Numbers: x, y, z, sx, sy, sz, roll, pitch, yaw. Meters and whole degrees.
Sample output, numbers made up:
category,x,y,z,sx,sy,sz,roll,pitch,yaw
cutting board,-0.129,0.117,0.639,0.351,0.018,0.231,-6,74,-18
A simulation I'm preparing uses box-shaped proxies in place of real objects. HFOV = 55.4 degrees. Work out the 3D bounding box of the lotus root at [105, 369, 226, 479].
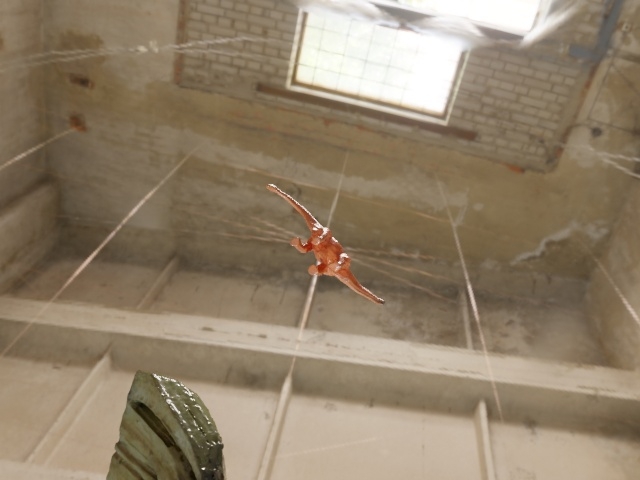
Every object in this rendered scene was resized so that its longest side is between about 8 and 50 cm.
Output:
category,x,y,z,sx,sy,sz,roll,pitch,yaw
lotus root,-0.129,0.210,0.556,0.070,0.142,0.144,17,-174,-46

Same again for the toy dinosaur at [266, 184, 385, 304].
category,x,y,z,sx,sy,sz,roll,pitch,yaw
toy dinosaur,-0.005,0.004,0.944,0.279,0.055,0.101,51,-162,15
